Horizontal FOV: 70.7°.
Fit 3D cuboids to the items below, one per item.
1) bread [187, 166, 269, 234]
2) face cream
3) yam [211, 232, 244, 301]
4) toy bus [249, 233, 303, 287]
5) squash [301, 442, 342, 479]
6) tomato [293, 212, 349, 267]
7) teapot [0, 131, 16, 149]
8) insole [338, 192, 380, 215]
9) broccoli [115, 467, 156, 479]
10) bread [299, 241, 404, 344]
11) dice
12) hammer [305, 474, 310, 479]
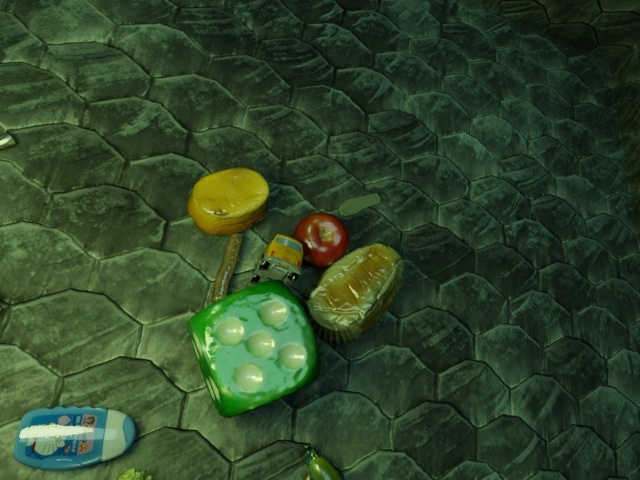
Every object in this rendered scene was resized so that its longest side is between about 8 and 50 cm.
[{"bbox_3d":[-0.288,-0.125,1.444,0.269,0.143,0.196,-22,70,-29],"label":"bread"},{"bbox_3d":[-0.605,0.492,1.131,0.263,0.083,0.149,6,73,-20],"label":"face cream"},{"bbox_3d":[-0.292,0.085,1.423,0.056,0.057,0.242,19,64,-15],"label":"yam"},{"bbox_3d":[-0.133,0.072,1.409,0.126,0.209,0.136,22,55,-13],"label":"toy bus"},{"bbox_3d":[0.037,0.739,1.306,0.087,0.087,0.332,-23,80,-27],"label":"squash"},{"bbox_3d":[0.000,0.000,1.522,0.194,0.136,0.195,6,70,-17],"label":"tomato"},{"bbox_3d":[-0.939,-0.270,1.294,0.110,0.043,0.043,-38,88,-24],"label":"teapot"},{"bbox_3d":[0.148,-0.138,1.702,0.191,0.010,0.063,-21,81,-28],"label":"insole"},{"bbox_3d":[-0.413,0.726,1.010,0.347,0.281,0.293,37,60,4],"label":"broccoli"},{"bbox_3d":[0.119,0.177,1.502,0.388,0.183,0.236,-34,72,-22],"label":"bread"},{"bbox_3d":[-0.189,0.296,1.252,0.286,0.297,0.300,-19,80,-23],"label":"dice"},{"bbox_3d":[-0.068,0.769,1.285,0.060,0.028,0.195,40,61,-11],"label":"hammer"}]
